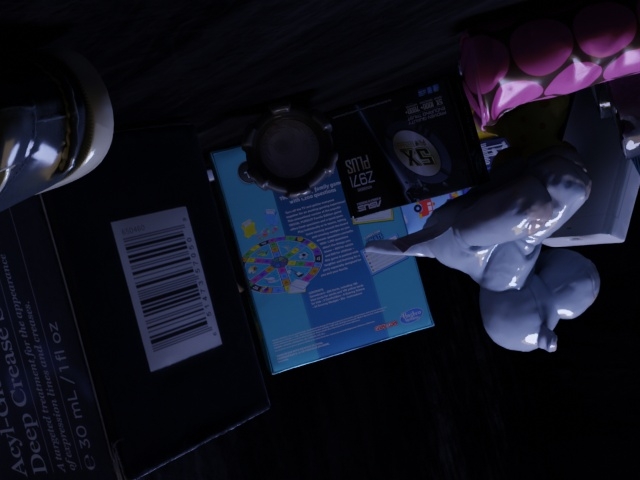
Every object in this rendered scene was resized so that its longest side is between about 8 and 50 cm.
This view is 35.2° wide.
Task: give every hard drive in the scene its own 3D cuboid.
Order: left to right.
[{"bbox_3d":[0.416,-0.144,1.484,0.040,0.307,0.203,19,172,-15],"label":"hard drive"}]

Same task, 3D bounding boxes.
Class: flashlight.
[{"bbox_3d":[-0.034,-0.098,1.167,0.103,0.103,0.304,-17,-178,-1],"label":"flashlight"}]

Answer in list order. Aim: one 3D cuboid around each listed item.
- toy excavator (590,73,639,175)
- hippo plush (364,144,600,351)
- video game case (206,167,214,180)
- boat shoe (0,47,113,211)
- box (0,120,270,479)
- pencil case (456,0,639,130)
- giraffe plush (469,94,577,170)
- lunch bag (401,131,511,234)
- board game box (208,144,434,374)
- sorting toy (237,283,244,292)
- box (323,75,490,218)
[{"bbox_3d":[0.431,-0.003,0.984,0.222,0.445,0.433,-16,-160,13],"label":"toy excavator"},{"bbox_3d":[0.269,0.033,1.343,0.294,0.236,0.234,-31,-172,-17],"label":"hippo plush"},{"bbox_3d":[-0.306,-0.093,1.862,0.212,0.023,0.193,-15,-178,-26],"label":"video game case"},{"bbox_3d":[-0.219,-0.025,0.519,0.255,0.095,0.079,-16,-177,30],"label":"boat shoe"},{"bbox_3d":[-0.292,0.078,0.996,0.396,0.293,0.212,-14,-178,36],"label":"box"},{"bbox_3d":[0.224,-0.160,0.863,0.209,0.098,0.095,-14,-143,3],"label":"pencil case"},{"bbox_3d":[0.313,-0.146,1.508,0.210,0.170,0.181,-8,169,36],"label":"giraffe plush"},{"bbox_3d":[0.238,-0.133,1.717,0.293,0.220,0.138,-15,-178,-4],"label":"lunch bag"},{"bbox_3d":[0.000,0.000,1.507,0.254,0.336,0.079,-16,-178,-9],"label":"board game box"},{"bbox_3d":[-0.269,0.002,1.560,0.307,0.229,0.041,-10,-151,45],"label":"sorting toy"},{"bbox_3d":[0.113,-0.122,1.334,0.180,0.147,0.077,-14,-177,23],"label":"box"}]
